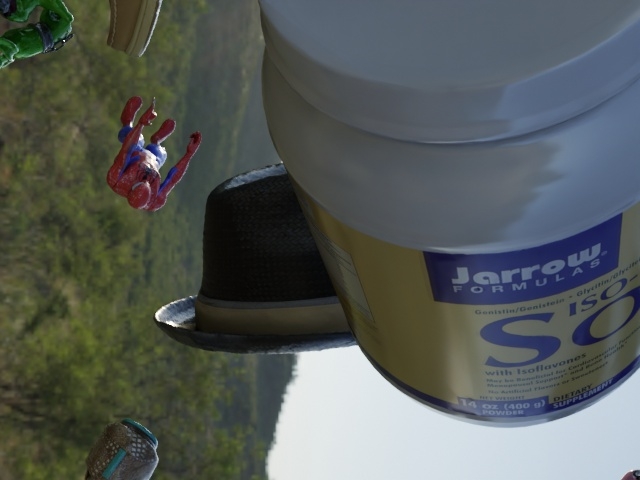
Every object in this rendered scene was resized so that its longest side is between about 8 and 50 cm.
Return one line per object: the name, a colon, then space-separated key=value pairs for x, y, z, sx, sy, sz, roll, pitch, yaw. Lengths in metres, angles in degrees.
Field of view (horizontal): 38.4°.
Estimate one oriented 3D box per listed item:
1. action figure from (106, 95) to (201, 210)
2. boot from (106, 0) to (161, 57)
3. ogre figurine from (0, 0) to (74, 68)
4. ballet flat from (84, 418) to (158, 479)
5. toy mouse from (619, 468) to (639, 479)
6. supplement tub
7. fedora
action figure: x=-0.212 y=-0.136 z=1.195 sx=0.139 sy=0.091 sz=0.280 roll=-49 pitch=-156 yaw=20
boot: x=-0.220 y=-0.275 z=0.741 sx=0.262 sy=0.203 sz=0.095 roll=106 pitch=-17 yaw=-45
ogre figurine: x=-0.314 y=-0.223 z=0.891 sx=0.097 sy=0.118 sz=0.197 roll=49 pitch=-9 yaw=-7
ballet flat: x=-0.195 y=0.223 z=0.846 sx=0.067 sy=0.073 sz=0.206 roll=-53 pitch=172 yaw=-31
toy mouse: x=0.386 y=0.344 z=1.162 sx=0.031 sy=0.143 sz=0.161 roll=19 pitch=-75 yaw=58
supplement tub: x=0.101 y=-0.055 z=0.553 sx=0.331 sy=0.241 sz=0.241 roll=68 pitch=14 yaw=-54
fedora: x=0.000 y=0.000 z=0.883 sx=0.334 sy=0.334 sz=0.153 roll=-142 pitch=-133 yaw=-80
